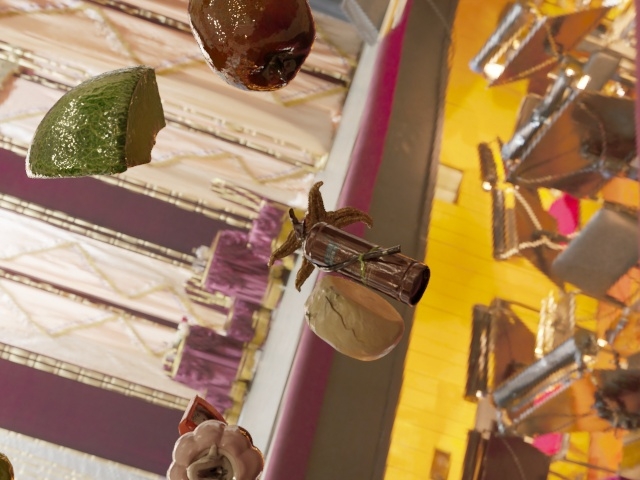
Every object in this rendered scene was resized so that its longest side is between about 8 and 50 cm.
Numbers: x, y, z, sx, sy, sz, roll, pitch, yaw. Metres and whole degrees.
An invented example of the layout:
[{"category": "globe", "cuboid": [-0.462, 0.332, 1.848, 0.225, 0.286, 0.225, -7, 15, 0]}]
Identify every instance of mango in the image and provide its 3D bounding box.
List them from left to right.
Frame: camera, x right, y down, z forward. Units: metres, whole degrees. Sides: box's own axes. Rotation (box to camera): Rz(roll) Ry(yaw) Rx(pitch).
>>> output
[{"category": "mango", "cuboid": [-0.665, 0.505, 1.501, 0.091, 0.074, 0.165, -15, -82, -48]}]

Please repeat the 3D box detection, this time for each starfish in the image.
[{"category": "starfish", "cuboid": [-0.002, -0.001, 1.961, 0.302, 0.299, 0.060, -42, 36, -9]}]

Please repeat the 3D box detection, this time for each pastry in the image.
[{"category": "pastry", "cuboid": [0.078, 0.187, 1.803, 0.133, 0.265, 0.265, -58, 8, 15]}]

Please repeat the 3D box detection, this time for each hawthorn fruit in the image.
[{"category": "hawthorn fruit", "cuboid": [-0.140, -0.453, 1.613, 0.267, 0.268, 0.300, 118, 134, -64]}]

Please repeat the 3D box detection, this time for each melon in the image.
[{"category": "melon", "cuboid": [-0.532, -0.232, 1.680, 0.226, 0.344, 0.331, 56, -151, -57]}]

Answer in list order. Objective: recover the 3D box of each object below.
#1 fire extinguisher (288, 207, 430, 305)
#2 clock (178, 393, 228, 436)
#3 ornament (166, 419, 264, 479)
[{"category": "fire extinguisher", "cuboid": [0.070, 0.027, 1.620, 0.105, 0.341, 0.141, -38, -37, -46]}, {"category": "clock", "cuboid": [-0.285, 0.448, 1.766, 0.061, 0.113, 0.155, -44, 6, 5]}, {"category": "ornament", "cuboid": [-0.191, 0.417, 1.343, 0.177, 0.178, 0.177, -162, 90, -85]}]
